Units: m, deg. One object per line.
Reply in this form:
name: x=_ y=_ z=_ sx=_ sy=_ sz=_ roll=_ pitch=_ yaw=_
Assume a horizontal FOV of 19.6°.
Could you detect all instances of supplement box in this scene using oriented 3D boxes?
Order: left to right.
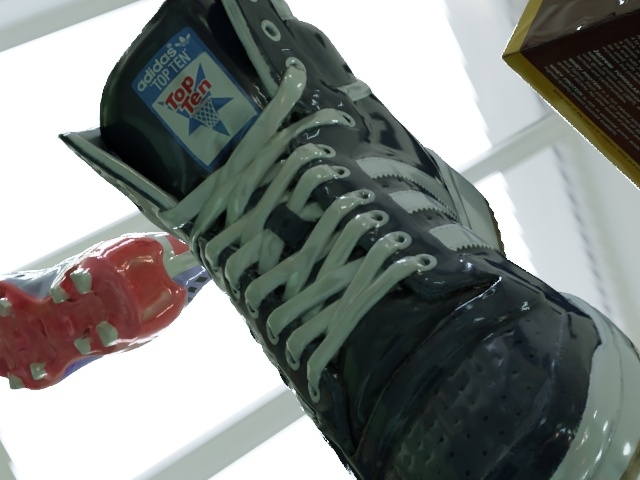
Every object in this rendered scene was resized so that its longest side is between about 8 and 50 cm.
supplement box: x=0.264 y=-0.127 z=1.187 sx=0.191 sy=0.129 sz=0.194 roll=40 pitch=-29 yaw=-22

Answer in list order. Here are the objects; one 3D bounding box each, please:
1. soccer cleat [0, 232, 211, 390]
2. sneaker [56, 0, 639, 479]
soccer cleat: x=-0.151 y=0.042 z=1.191 sx=0.248 sy=0.095 sz=0.083 roll=-19 pitch=-86 yaw=58
sneaker: x=0.000 y=0.000 z=0.595 sx=0.153 sy=0.282 sz=0.099 roll=42 pitch=-82 yaw=-20
